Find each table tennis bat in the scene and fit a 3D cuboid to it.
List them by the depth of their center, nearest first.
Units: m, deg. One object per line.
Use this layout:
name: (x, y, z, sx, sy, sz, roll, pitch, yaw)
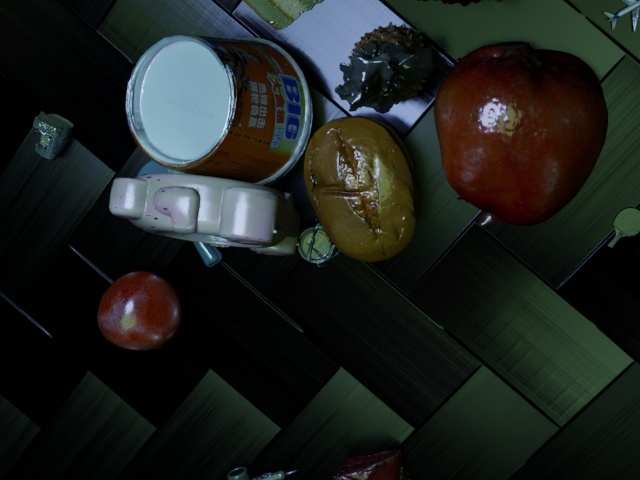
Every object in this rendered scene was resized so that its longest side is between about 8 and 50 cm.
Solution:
table tennis bat: (0.548, -0.021, 1.609, 0.050, 0.007, 0.083, 34, 108, 3)
table tennis bat: (-0.276, -0.054, 1.784, 0.153, 0.040, 0.244, -34, 92, 15)

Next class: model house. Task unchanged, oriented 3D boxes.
model house: (-0.543, -0.204, 1.787, 0.066, 0.079, 0.083, 30, 110, 7)

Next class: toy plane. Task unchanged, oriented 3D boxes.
toy plane: (0.524, -0.393, 1.511, 0.084, 0.024, 0.078, -29, 91, 12)

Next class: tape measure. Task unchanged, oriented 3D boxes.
tape measure: (-0.002, 0.001, 1.723, 0.094, 0.054, 0.091, -43, 90, 13)

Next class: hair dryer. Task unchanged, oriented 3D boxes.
hair dryer: (-0.118, 0.508, 1.895, 0.150, 0.047, 0.071, -18, 102, 6)

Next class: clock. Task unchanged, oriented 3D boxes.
clock: (-0.203, -0.048, 1.620, 0.309, 0.284, 0.114, 7, 86, 10)

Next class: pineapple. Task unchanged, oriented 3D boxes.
pineapple: (0.109, -0.287, 1.487, 0.170, 0.310, 0.141, -15, 102, 17)

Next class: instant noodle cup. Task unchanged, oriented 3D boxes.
instant noodle cup: (-0.188, -0.234, 1.581, 0.296, 0.214, 0.296, 1, 93, 28)

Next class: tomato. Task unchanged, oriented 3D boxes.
tomato: (-0.370, 0.144, 1.800, 0.167, 0.167, 0.167, 3, 105, 13)

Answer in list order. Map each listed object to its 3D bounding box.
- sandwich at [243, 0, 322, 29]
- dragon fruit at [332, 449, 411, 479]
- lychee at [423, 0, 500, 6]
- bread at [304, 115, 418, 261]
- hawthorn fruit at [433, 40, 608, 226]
sandwich: (-0.098, -0.511, 1.637, 0.117, 0.144, 0.187, -30, 60, 18)
dragon fruit: (0.110, 0.509, 1.794, 0.121, 0.127, 0.161, -13, 100, 24)
lychee: (0.218, -0.547, 1.314, 0.425, 0.500, 0.424, -2, 145, -2)
bread: (0.080, -0.098, 1.633, 0.195, 0.142, 0.269, -14, 101, 18)
hawthorn fruit: (0.337, -0.180, 1.486, 0.295, 0.295, 0.311, -16, 101, 17)
